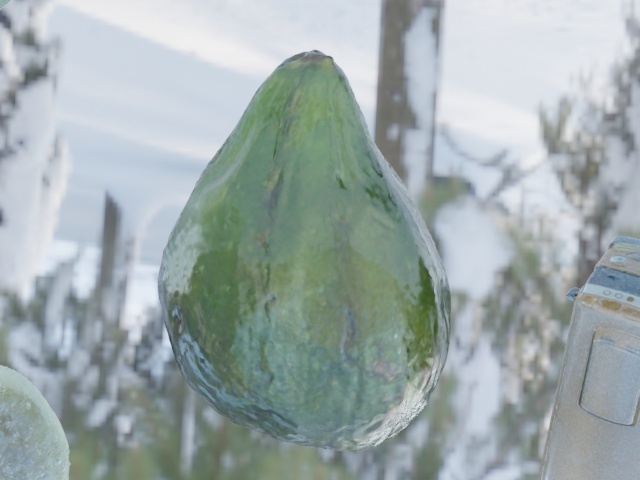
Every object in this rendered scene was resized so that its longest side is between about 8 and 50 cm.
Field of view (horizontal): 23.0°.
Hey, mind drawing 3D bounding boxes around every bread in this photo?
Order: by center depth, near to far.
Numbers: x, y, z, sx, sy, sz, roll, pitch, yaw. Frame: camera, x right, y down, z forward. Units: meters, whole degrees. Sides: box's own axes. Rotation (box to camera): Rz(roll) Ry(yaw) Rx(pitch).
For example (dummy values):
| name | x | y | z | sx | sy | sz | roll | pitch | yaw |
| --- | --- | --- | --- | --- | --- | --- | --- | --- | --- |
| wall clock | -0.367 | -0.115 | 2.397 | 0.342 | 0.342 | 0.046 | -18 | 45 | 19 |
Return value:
| name | x | y | z | sx | sy | sz | roll | pitch | yaw |
| --- | --- | --- | --- | --- | --- | --- | --- | --- | --- |
| bread | -0.273 | 0.154 | 1.263 | 0.193 | 0.112 | 0.036 | 28 | 176 | -30 |

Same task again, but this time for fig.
| name | x | y | z | sx | sy | sz | roll | pitch | yaw |
| --- | --- | --- | --- | --- | --- | --- | --- | --- | --- |
| fig | 0.000 | 0.000 | 0.635 | 0.123 | 0.156 | 0.123 | 12 | -161 | -4 |

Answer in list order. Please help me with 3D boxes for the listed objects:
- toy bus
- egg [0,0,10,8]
| name | x | y | z | sx | sy | sz | roll | pitch | yaw |
| --- | --- | --- | --- | --- | --- | --- | --- | --- | --- |
| toy bus | 0.209 | 0.099 | 1.078 | 0.091 | 0.182 | 0.103 | 19 | -148 | 22 |
| egg | -0.341 | -0.264 | 1.373 | 0.236 | 0.169 | 0.169 | -37 | -177 | -11 |
